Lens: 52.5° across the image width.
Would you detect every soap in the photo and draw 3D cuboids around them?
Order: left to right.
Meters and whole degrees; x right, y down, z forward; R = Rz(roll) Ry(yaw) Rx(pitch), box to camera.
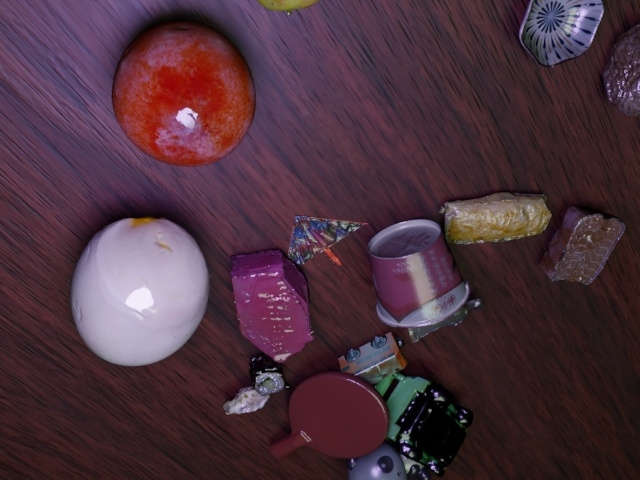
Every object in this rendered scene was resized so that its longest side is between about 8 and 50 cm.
[{"bbox_3d":[-0.110,0.163,1.565,0.182,0.112,0.289,-5,125,1],"label":"soap"}]

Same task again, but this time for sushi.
[{"bbox_3d":[-0.134,0.345,1.689,0.098,0.084,0.094,-11,119,-13],"label":"sushi"}]

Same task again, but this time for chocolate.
[{"bbox_3d":[0.668,0.007,1.673,0.148,0.093,0.214,7,120,-20],"label":"chocolate"}]

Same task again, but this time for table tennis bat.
[{"bbox_3d":[0.009,0.499,1.762,0.268,0.051,0.414,48,122,-5],"label":"table tennis bat"}]

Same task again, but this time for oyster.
[{"bbox_3d":[-0.192,0.418,1.739,0.148,0.051,0.103,-16,141,-3],"label":"oyster"}]

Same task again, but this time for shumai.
[{"bbox_3d":[0.741,-0.377,1.423,0.175,0.166,0.206,-7,148,-20],"label":"shumai"}]

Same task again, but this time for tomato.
[{"bbox_3d":[-0.248,-0.262,1.189,0.265,0.265,0.265,-6,122,-10],"label":"tomato"}]

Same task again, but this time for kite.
[{"bbox_3d":[0.000,0.000,1.553,0.232,0.009,0.189,-34,123,8],"label":"kite"}]

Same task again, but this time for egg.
[{"bbox_3d":[-0.382,0.119,1.372,0.283,0.283,0.345,13,131,-21],"label":"egg"}]

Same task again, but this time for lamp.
[{"bbox_3d":[0.198,0.683,1.928,0.244,0.198,0.198,-16,125,-24],"label":"lamp"}]

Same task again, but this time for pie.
[{"bbox_3d":[0.427,-0.054,1.594,0.282,0.068,0.129,-4,121,-7],"label":"pie"}]

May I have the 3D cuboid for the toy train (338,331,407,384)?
[{"bbox_3d":[0.142,0.321,1.733,0.188,0.099,0.072,-27,123,5],"label":"toy train"}]

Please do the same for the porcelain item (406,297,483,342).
[{"bbox_3d":[0.326,0.195,1.718,0.215,0.069,0.081,-22,112,1],"label":"porcelain item"}]

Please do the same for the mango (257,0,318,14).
[{"bbox_3d":[-0.083,-0.573,1.070,0.225,0.201,0.382,-13,115,20],"label":"mango"}]

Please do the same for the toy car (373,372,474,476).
[{"bbox_3d":[0.280,0.510,1.840,0.213,0.176,0.359,-57,132,-13],"label":"toy car"}]

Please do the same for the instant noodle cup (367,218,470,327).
[{"bbox_3d":[0.220,0.069,1.536,0.234,0.235,0.178,-21,114,-1],"label":"instant noodle cup"}]

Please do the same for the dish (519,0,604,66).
[{"bbox_3d":[0.490,-0.462,1.356,0.190,0.066,0.191,-8,122,-13],"label":"dish"}]
